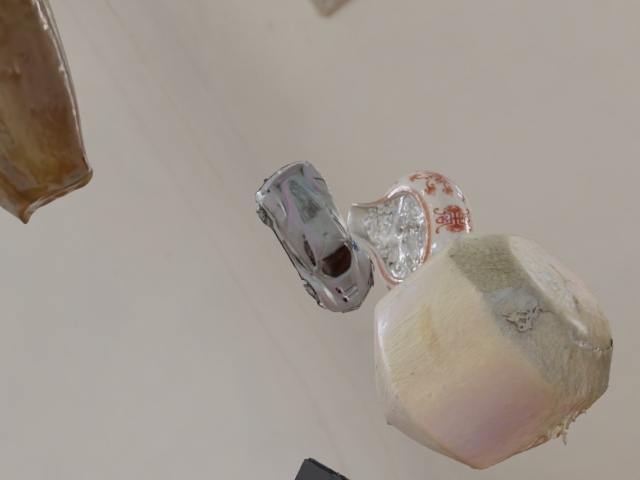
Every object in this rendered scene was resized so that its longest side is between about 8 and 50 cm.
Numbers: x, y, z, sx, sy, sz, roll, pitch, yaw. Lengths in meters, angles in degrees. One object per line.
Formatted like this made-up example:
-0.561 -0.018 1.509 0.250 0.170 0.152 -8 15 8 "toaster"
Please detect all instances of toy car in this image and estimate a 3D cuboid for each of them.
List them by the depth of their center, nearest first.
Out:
0.000 0.000 0.591 0.041 0.093 0.025 -38 16 -18 "toy car"

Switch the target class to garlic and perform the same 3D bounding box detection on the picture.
-0.291 -0.167 0.876 0.143 0.318 0.112 -21 4 -7 "garlic"

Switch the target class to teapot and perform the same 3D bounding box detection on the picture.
0.128 -0.001 1.247 0.245 0.116 0.159 12 85 64 "teapot"

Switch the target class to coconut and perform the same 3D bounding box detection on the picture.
0.153 0.113 1.015 0.234 0.224 0.224 -53 0 21 "coconut"

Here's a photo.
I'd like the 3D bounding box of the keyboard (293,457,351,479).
0.055 0.293 1.054 0.074 0.197 0.015 -62 0 2 "keyboard"
